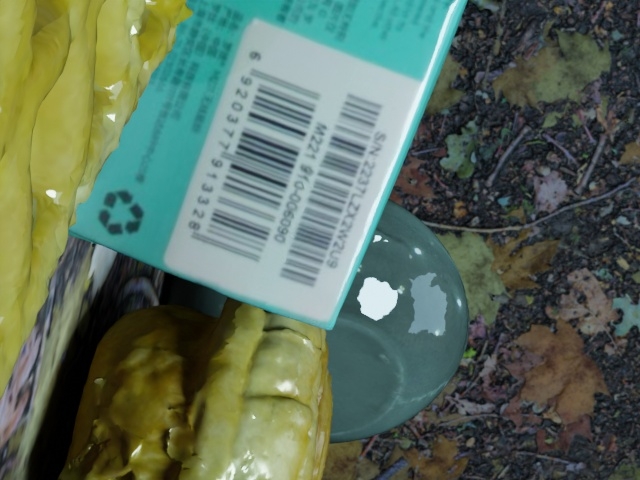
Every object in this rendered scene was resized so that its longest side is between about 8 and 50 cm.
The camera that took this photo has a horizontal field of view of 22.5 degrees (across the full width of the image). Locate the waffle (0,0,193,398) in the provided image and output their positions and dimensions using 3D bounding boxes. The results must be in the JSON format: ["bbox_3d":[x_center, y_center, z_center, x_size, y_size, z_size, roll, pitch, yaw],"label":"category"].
[{"bbox_3d":[-0.081,-0.090,0.419,0.248,0.055,0.221,-72,174,-50],"label":"waffle"}]

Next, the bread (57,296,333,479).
[{"bbox_3d":[-0.065,0.133,0.775,0.198,0.120,0.236,114,-10,-74],"label":"bread"}]

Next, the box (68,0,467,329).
[{"bbox_3d":[0.000,-0.100,0.725,0.311,0.118,0.205,-69,-177,-79],"label":"box"}]

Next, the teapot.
[{"bbox_3d":[0.000,0.000,1.027,0.251,0.184,0.183,-89,-173,-51],"label":"teapot"}]
